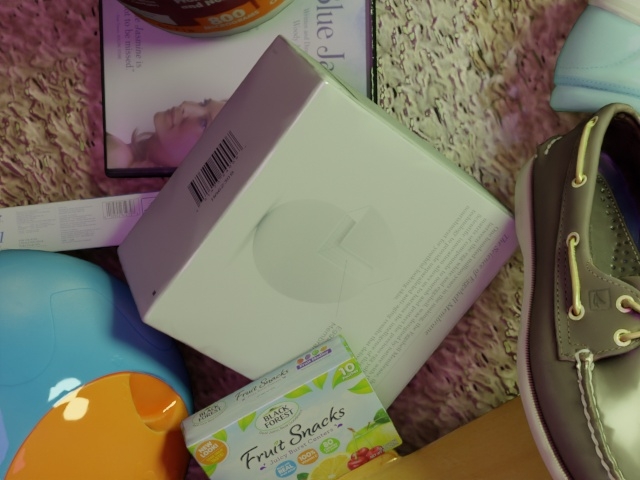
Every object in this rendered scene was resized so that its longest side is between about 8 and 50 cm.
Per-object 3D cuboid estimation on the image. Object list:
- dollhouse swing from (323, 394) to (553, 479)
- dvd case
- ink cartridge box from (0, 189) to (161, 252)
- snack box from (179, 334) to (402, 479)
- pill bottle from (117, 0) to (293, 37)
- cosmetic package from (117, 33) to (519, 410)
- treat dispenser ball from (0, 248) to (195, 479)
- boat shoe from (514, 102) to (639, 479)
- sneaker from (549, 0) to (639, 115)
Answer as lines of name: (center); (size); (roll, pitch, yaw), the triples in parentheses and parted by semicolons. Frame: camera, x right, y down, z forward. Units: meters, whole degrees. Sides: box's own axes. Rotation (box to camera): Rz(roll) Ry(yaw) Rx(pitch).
dollhouse swing: (0.158, 0.317, 0.876); (0.305, 0.347, 0.315); (-13, 117, -18)
dvd case: (-0.074, -0.148, 1.058); (0.253, 0.022, 0.180); (-1, 92, 11)
ink cartridge box: (-0.202, -0.015, 1.050); (0.207, 0.097, 0.046); (-5, 91, 11)
snack box: (-0.021, 0.147, 0.908); (0.141, 0.037, 0.100); (-29, 121, 0)
pill bottle: (-0.130, -0.303, 0.860); (0.224, 0.392, 0.224); (-1, 84, 11)
cosmetic package: (0.000, 0.000, 0.945); (0.225, 0.138, 0.224); (34, 100, -28)
treat dispenser ball: (-0.247, 0.151, 0.970); (0.288, 0.288, 0.288); (1, 93, 11)
boat shoe: (0.209, 0.046, 0.838); (0.117, 0.096, 0.324); (16, 52, -20)
sneaker: (0.350, -0.070, 0.935); (0.366, 0.135, 0.150); (33, 106, 17)
